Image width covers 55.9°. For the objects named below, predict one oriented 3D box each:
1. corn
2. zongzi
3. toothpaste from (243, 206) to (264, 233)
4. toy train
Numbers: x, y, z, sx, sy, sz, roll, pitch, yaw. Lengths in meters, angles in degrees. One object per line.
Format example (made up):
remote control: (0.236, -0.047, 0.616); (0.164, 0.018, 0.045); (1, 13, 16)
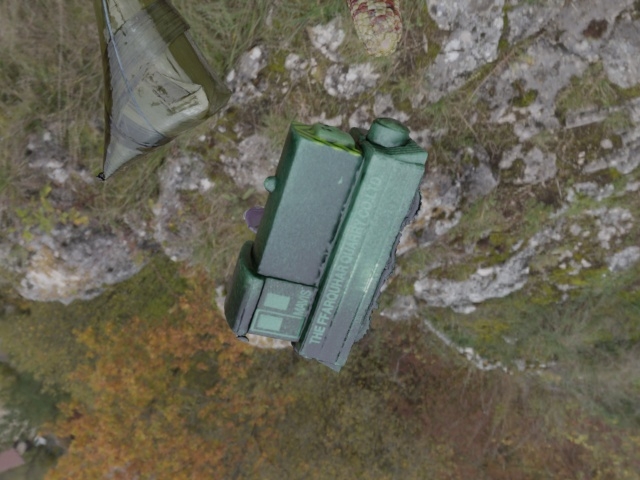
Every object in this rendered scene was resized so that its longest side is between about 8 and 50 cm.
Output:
corn: (0.078, -0.405, 0.967); (0.086, 0.253, 0.086); (-8, 154, -4)
zongzi: (-0.267, -0.221, 0.806); (0.242, 0.112, 0.221); (-25, 100, 27)
toothpaste: (-0.108, -0.031, 1.319); (0.048, 0.301, 0.075); (30, 88, -28)
toy train: (0.000, 0.000, 0.737); (0.178, 0.138, 0.330); (13, 112, -16)
